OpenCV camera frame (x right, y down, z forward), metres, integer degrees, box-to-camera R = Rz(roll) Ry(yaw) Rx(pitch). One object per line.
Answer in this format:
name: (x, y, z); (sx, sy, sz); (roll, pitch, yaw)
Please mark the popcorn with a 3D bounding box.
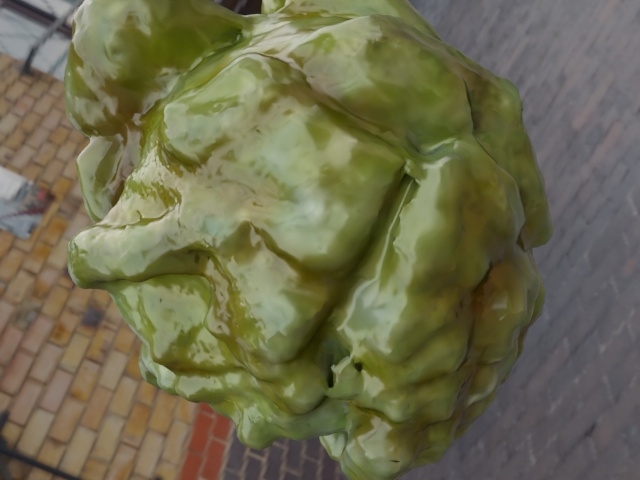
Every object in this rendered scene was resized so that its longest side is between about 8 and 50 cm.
popcorn: (-0.002, -0.007, 0.626); (0.274, 0.335, 0.279); (-34, 45, -11)
